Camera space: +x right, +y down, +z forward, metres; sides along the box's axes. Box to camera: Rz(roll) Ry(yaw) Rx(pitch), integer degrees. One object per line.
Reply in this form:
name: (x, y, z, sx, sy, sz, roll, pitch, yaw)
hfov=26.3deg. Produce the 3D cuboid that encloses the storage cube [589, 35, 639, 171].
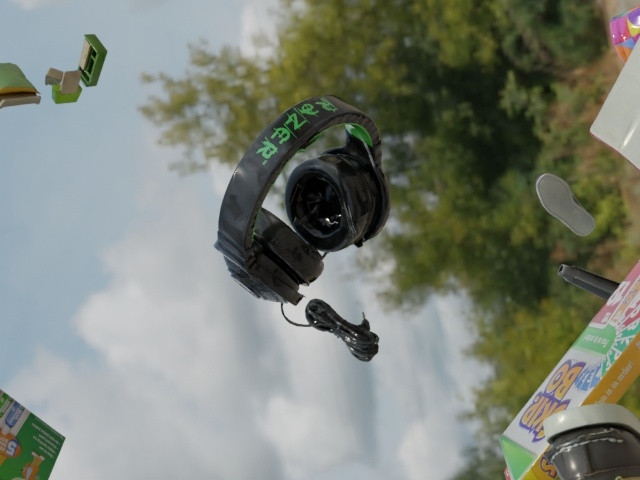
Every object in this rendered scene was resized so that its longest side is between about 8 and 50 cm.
storage cube: (0.479, -0.149, 1.671, 0.215, 0.193, 0.183, -63, 22, 16)

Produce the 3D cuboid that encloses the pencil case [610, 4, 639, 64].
pencil case: (0.557, -0.343, 2.078, 0.104, 0.236, 0.104, 22, -122, -39)

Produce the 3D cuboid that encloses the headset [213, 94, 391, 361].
headset: (0.000, 0.000, 1.728, 0.185, 0.243, 0.394, 37, 152, 26)

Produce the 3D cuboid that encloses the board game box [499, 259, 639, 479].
board game box: (0.249, 0.136, 1.291, 0.039, 0.259, 0.124, 32, -168, -6)

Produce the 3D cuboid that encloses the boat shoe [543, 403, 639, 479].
boat shoe: (0.236, 0.183, 1.016, 0.228, 0.081, 0.068, 28, -133, -47)

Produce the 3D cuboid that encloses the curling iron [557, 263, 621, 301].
curling iron: (0.401, 0.079, 1.570, 0.068, 0.274, 0.035, 115, 177, -63)

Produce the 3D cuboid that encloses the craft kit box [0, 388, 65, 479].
craft kit box: (-0.461, 0.295, 1.723, 0.250, 0.061, 0.246, 46, -128, -37)

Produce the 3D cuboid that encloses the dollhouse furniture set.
dollhouse furniture set: (-0.337, -0.209, 1.667, 0.076, 0.152, 0.058, 52, 137, 32)

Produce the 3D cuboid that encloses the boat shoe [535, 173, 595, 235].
boat shoe: (0.335, -0.054, 1.905, 0.125, 0.046, 0.038, 37, -173, -31)
